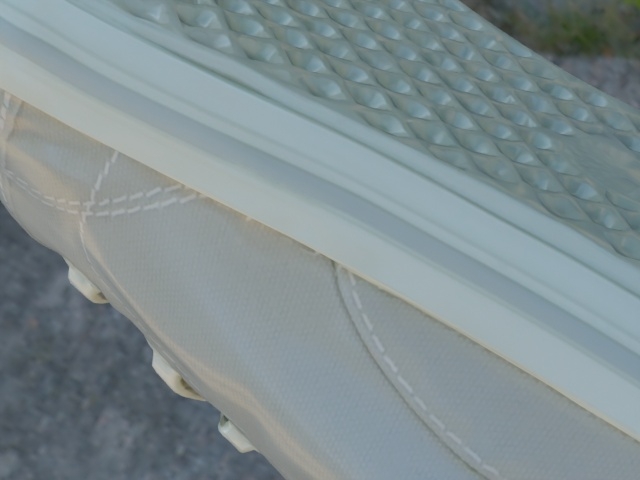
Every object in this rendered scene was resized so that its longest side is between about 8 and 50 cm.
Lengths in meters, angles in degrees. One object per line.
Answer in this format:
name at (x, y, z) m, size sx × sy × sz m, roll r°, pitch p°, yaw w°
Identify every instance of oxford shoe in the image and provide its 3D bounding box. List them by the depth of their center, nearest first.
oxford shoe at (0.000, 0.000, 0.466) m, size 0.449 × 0.169 × 0.130 m, roll 34°, pitch 118°, yaw 15°
